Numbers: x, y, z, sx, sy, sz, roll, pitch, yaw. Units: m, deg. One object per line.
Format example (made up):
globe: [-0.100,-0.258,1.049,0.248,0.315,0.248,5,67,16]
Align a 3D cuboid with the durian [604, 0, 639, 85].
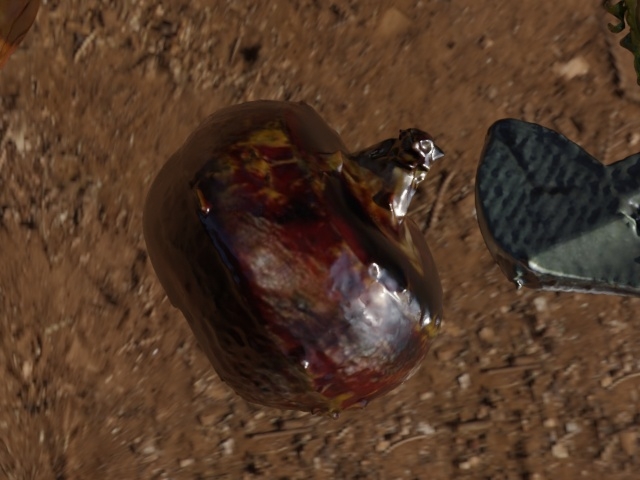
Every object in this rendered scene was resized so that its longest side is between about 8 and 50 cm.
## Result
durian: [0.217,-0.111,0.652,0.095,0.221,0.137,-21,89,-17]

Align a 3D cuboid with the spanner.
spanner: [0.185,0.051,0.479,0.325,0.026,0.093,40,78,21]

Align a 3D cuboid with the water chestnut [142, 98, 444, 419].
water chestnut: [0.000,0.000,1.360,0.302,0.350,0.350,-35,88,11]

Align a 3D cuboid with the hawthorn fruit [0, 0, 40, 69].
hawthorn fruit: [-0.256,-0.156,0.781,0.208,0.208,0.248,-21,80,-15]
